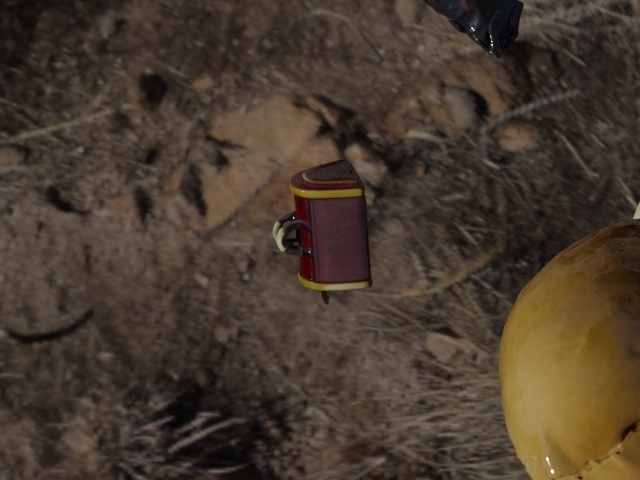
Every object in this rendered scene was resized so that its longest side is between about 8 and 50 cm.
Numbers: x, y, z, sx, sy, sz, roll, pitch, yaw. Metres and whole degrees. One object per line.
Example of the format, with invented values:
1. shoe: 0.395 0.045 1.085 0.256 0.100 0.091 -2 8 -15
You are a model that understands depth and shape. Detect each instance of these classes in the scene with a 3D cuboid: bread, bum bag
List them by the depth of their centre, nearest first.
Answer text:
1. bread: 0.132 0.044 0.538 0.114 0.189 0.077 43 125 9
2. bum bag: 0.124 -0.215 1.248 0.124 0.034 0.058 38 89 -8

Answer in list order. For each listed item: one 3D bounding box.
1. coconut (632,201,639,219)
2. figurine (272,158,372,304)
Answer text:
1. coconut: 0.323 0.003 0.995 0.224 0.224 0.224 -4 80 26
2. figurine: 0.000 0.000 1.493 0.082 0.098 0.154 -124 28 -61
